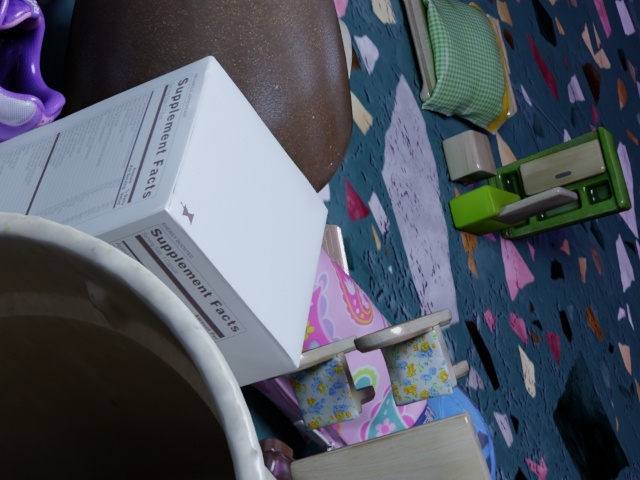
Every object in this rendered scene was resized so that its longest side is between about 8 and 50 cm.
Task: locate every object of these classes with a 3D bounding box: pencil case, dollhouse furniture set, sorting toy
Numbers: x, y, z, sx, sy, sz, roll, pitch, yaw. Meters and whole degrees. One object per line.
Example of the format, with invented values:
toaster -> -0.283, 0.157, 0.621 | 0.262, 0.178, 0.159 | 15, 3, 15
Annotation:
pencil case -> -0.024, 0.068, 1.300 | 0.284, 0.124, 0.124 | 51, 33, -38
dollhouse furniture set -> -0.004, 0.185, 1.116 | 0.161, 0.242, 0.212 | -12, 84, -64
dollhouse furniture set -> 0.221, -0.167, 1.895 | 0.197, 0.151, 0.301 | 12, 62, -61
sorting toy -> 0.000, 0.000, 1.511 | 0.062, 0.012, 0.083 | 3, 74, -57

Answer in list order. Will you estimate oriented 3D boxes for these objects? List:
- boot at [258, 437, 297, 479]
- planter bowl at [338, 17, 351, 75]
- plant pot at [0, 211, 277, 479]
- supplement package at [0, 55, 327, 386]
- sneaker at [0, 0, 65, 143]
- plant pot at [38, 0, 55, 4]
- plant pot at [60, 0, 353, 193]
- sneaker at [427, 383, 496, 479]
boot -> -0.017, 0.225, 1.298 | 0.106, 0.037, 0.114 | 34, 39, -33
planter bowl -> -0.063, -0.125, 1.335 | 0.109, 0.162, 0.162 | 20, 50, -24
plant pot -> -0.128, 0.195, 0.835 | 0.305, 0.334, 0.333 | 47, 33, -61
supplement package -> -0.137, 0.019, 0.964 | 0.134, 0.244, 0.139 | 53, 32, -33
sneaker -> -0.231, -0.155, 1.059 | 0.095, 0.104, 0.236 | -19, 89, -63
plant pot -> -0.184, -0.336, 1.126 | 0.195, 0.290, 0.290 | 36, 33, -4
plant pot -> -0.078, -0.159, 1.127 | 0.230, 0.215, 0.215 | 95, -2, -54
sneaker -> 0.119, 0.224, 1.531 | 0.082, 0.069, 0.209 | 20, 56, -54
